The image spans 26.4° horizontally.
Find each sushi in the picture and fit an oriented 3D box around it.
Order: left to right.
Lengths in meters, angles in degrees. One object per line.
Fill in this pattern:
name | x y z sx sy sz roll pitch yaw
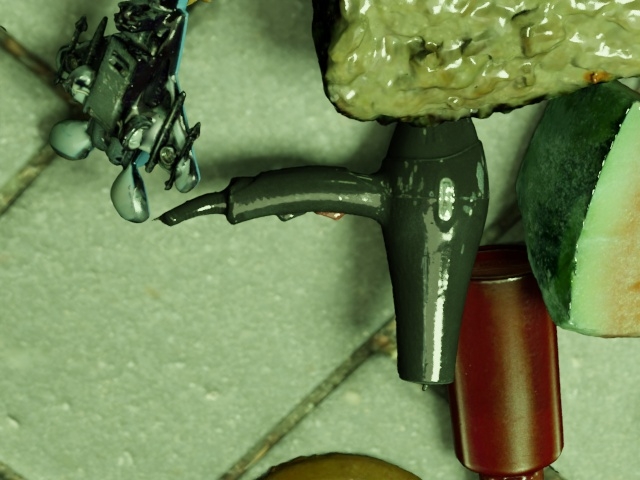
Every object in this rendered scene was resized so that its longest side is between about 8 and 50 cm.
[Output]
sushi | 0.160 -0.204 0.996 0.350 0.171 0.211 -14 117 4

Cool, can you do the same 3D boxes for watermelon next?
watermelon | 0.295 -0.012 1.133 0.256 0.140 0.193 15 109 -21

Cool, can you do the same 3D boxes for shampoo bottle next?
shampoo bottle | 0.164 0.133 1.215 0.102 0.064 0.260 -7 116 5

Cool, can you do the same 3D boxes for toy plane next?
toy plane | -0.136 -0.133 1.019 0.169 0.078 0.246 44 139 20

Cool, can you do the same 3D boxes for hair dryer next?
hair dryer | 0.000 0.000 1.102 0.271 0.091 0.236 3 93 -6

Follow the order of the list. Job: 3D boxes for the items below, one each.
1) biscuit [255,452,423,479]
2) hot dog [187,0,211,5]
biscuit | 0.022 0.325 1.283 0.262 0.037 0.262 1 104 5
hot dog | -0.148 -0.278 0.992 0.102 0.076 0.249 -25 116 13
